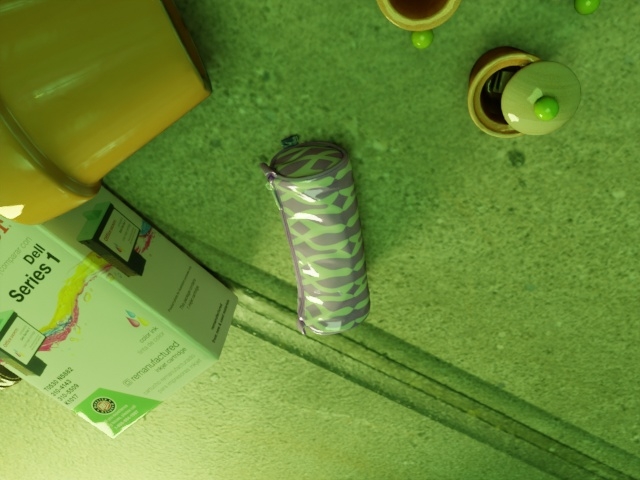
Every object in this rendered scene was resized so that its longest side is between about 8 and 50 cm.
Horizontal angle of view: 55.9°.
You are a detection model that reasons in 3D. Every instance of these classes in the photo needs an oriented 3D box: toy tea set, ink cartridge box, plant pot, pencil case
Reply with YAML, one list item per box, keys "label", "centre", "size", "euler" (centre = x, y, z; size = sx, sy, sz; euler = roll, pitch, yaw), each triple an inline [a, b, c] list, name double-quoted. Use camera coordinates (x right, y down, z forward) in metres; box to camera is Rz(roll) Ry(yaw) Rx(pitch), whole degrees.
- label: "toy tea set"
  centre: [0.116, -0.223, 0.450]
  size: [0.200, 0.124, 0.336]
  euler: [-37, 112, 24]
- label: "ink cartridge box"
  centre: [-0.266, 0.064, 0.671]
  size: [0.201, 0.117, 0.278]
  euler: [-38, 111, 25]
- label: "plant pot"
  centre: [-0.202, -0.144, 0.503]
  size: [0.188, 0.205, 0.205]
  euler: [-25, 118, 1]
- label: "pencil case"
  centre: [0.000, 0.000, 0.622]
  size: [0.088, 0.086, 0.206]
  euler: [-25, 122, -20]

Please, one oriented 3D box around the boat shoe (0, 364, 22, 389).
- label: "boat shoe"
  centre: [-0.429, 0.099, 0.734]
  size: [0.073, 0.073, 0.207]
  euler: [-23, 118, 21]
